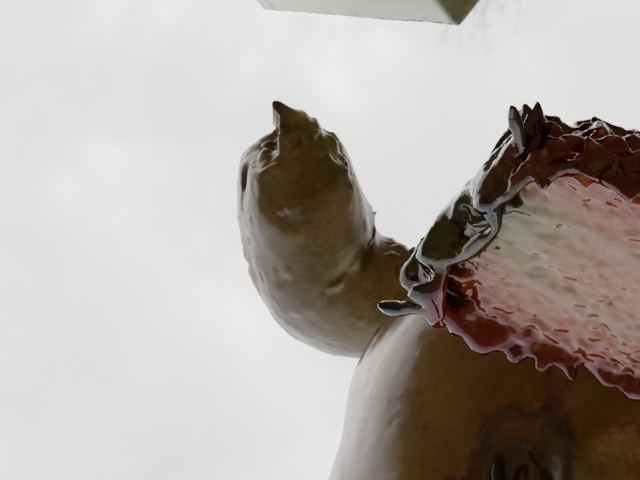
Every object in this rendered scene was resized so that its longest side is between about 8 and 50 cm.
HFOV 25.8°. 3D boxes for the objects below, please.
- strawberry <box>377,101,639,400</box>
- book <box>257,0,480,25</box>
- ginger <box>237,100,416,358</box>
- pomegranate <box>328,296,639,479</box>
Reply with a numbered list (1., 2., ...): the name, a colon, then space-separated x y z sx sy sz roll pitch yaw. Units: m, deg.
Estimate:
1. strawberry: 0.149 0.016 0.663 0.208 0.167 0.087 29 -130 -8
2. book: 0.068 -0.192 0.729 0.025 0.269 0.191 44 -97 -22
3. ginger: 0.000 0.000 1.238 0.152 0.267 0.138 -30 -156 12
4. pomegranate: 0.193 0.177 0.945 0.411 0.411 0.411 3 -122 -5
